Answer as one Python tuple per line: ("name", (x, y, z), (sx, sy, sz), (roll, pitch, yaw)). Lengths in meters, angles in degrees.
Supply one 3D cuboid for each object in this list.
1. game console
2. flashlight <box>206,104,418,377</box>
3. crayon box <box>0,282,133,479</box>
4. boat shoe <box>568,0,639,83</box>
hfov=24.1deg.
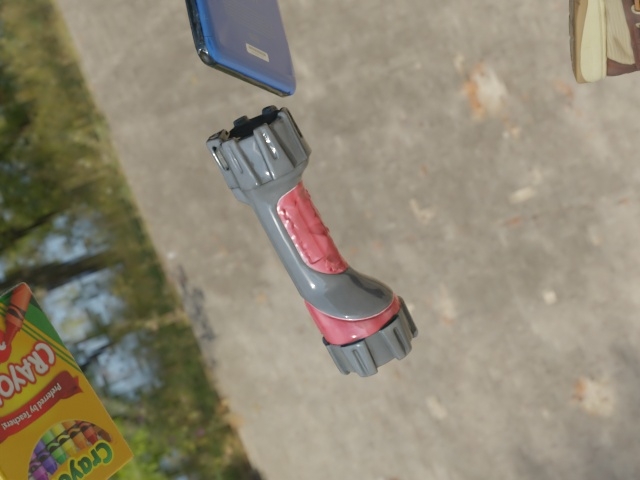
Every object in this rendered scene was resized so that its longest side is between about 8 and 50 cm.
("game console", (-0.177, -0.305, 1.948), (0.293, 0.173, 0.250), (11, -115, -69))
("flashlight", (0.000, 0.000, 1.608), (0.103, 0.103, 0.304), (6, 128, 56))
("crayon box", (-0.365, 0.235, 1.850), (0.318, 0.081, 0.202), (59, -143, -6))
("boat shoe", (0.322, -0.298, 1.534), (0.342, 0.123, 0.123), (82, -171, -48))
